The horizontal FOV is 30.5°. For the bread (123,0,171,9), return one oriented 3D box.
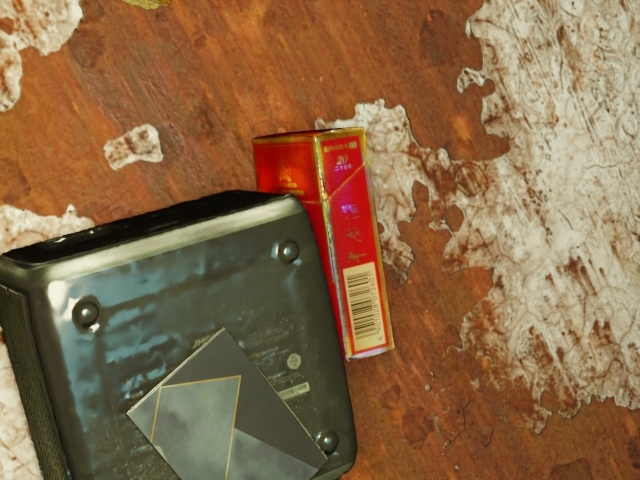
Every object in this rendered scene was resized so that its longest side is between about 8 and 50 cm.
[{"bbox_3d":[-0.249,-0.465,1.550,0.185,0.114,0.274,18,83,-28],"label":"bread"}]

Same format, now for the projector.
[{"bbox_3d":[-0.184,0.171,1.550,0.395,0.242,0.405,-17,102,-27],"label":"projector"}]

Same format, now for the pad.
[{"bbox_3d":[-0.110,0.246,1.461,0.164,0.004,0.243,-42,113,-17],"label":"pad"}]

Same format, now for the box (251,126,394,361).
[{"bbox_3d":[0.000,0.001,1.660,0.089,0.197,0.313,-11,98,-27],"label":"box"}]
